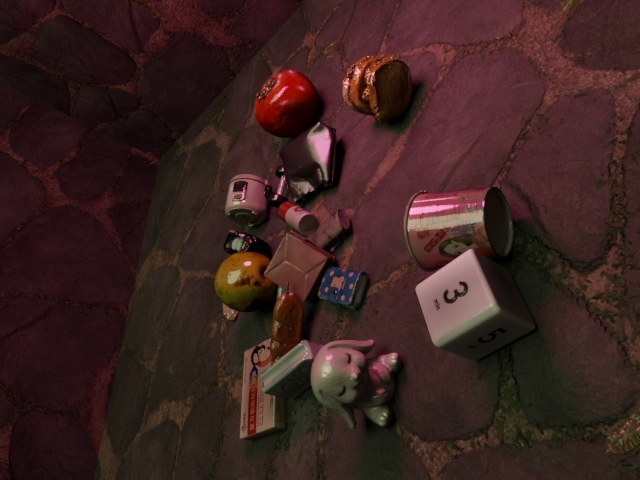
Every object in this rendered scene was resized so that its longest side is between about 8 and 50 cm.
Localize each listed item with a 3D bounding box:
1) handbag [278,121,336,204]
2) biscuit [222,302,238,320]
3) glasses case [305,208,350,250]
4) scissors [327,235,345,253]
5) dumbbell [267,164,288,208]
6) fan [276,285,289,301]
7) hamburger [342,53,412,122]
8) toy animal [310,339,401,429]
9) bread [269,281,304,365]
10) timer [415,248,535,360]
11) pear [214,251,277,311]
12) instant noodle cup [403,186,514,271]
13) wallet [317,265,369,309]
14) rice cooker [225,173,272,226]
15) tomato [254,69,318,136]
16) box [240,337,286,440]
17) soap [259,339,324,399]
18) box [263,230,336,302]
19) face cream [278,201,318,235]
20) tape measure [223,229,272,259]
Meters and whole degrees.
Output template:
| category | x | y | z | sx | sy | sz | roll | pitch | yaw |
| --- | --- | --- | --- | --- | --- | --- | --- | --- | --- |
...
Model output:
| category | x | y | z | sx | sy | sz | roll | pitch | yaw |
| --- | --- | --- | --- | --- | --- | --- | --- | --- | --- |
| handbag | -0.041 | -0.333 | 2.207 | 0.342 | 0.152 | 0.288 | -26 | 61 | 45 |
| biscuit | -0.415 | 0.264 | 2.393 | 0.188 | 0.040 | 0.265 | -28 | 50 | 41 |
| glasses case | 0.000 | 0.000 | 1.992 | 0.299 | 0.060 | 0.114 | -42 | 37 | 34 |
| scissors | 0.057 | 0.018 | 1.964 | 0.113 | 0.012 | 0.039 | -53 | 36 | 15 |
| dumbbell | -0.186 | -0.256 | 2.374 | 0.100 | 0.100 | 0.191 | -8 | 62 | 50 |
| fan | -0.154 | 0.186 | 2.053 | 0.130 | 0.074 | 0.244 | 86 | -172 | -78 |
| hamburger | 0.222 | -0.605 | 1.934 | 0.211 | 0.260 | 0.245 | 32 | 102 | 59 |
| toy animal | 0.086 | 0.413 | 1.463 | 0.206 | 0.265 | 0.272 | -8 | 64 | 51 |
| bread | -0.129 | 0.327 | 1.868 | 0.084 | 0.124 | 0.344 | 175 | 97 | -71 |
| timer | 0.394 | 0.170 | 1.276 | 0.195 | 0.194 | 0.192 | -40 | 41 | 30 |
| pear | -0.309 | 0.177 | 2.112 | 0.283 | 0.283 | 0.284 | -30 | 47 | 39 |
| instant noodle cup | 0.395 | -0.039 | 1.392 | 0.231 | 0.243 | 0.243 | -8 | 62 | 42 |
| wallet | 0.080 | 0.170 | 1.800 | 0.202 | 0.059 | 0.141 | 7 | 76 | 53 |
| rice cooker | -0.359 | -0.211 | 2.470 | 0.226 | 0.226 | 0.244 | -23 | 49 | 43 |
| tomato | -0.168 | -0.675 | 2.450 | 0.325 | 0.289 | 0.293 | -50 | 40 | 17 |
| box | -0.222 | 0.574 | 1.931 | 0.214 | 0.069 | 0.353 | -33 | 43 | 36 |
| soap | -0.076 | 0.458 | 1.741 | 0.261 | 0.150 | 0.094 | -42 | 46 | 28 |
| box | -0.086 | 0.103 | 1.928 | 0.215 | 0.086 | 0.215 | 32 | 99 | 16 |
| face cream | -0.103 | -0.100 | 2.171 | 0.096 | 0.096 | 0.214 | -61 | 35 | 4 |
| tape measure | -0.342 | 0.033 | 2.305 | 0.223 | 0.202 | 0.135 | 12 | 76 | 39 |
